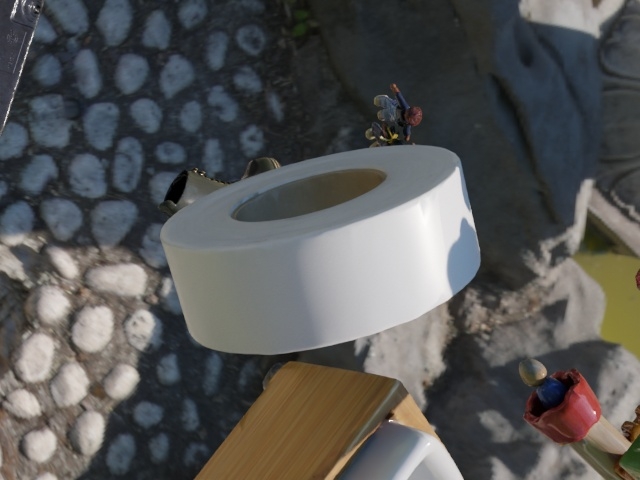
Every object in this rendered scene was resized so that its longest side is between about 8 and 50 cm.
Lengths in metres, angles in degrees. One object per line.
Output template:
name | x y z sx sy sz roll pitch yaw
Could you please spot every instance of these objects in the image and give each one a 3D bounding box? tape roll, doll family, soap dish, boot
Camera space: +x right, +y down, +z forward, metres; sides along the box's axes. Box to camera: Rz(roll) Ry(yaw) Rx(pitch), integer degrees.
tape roll | 0.000 0.000 0.948 0.286 0.286 0.100 -22 108 -21
doll family | 0.121 -0.129 1.472 0.076 0.111 0.193 -32 112 -6
soap dish | -0.030 0.229 0.659 0.291 0.118 0.229 -51 150 -12
boot | -0.118 -0.067 1.259 0.137 0.077 0.198 43 35 -27

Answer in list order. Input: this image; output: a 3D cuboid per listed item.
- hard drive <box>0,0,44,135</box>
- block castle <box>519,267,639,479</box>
hard drive | -0.505 -0.282 1.188 0.339 0.064 0.237 17 81 -19
block castle | 0.408 0.129 1.029 0.213 0.453 0.303 44 82 -7
